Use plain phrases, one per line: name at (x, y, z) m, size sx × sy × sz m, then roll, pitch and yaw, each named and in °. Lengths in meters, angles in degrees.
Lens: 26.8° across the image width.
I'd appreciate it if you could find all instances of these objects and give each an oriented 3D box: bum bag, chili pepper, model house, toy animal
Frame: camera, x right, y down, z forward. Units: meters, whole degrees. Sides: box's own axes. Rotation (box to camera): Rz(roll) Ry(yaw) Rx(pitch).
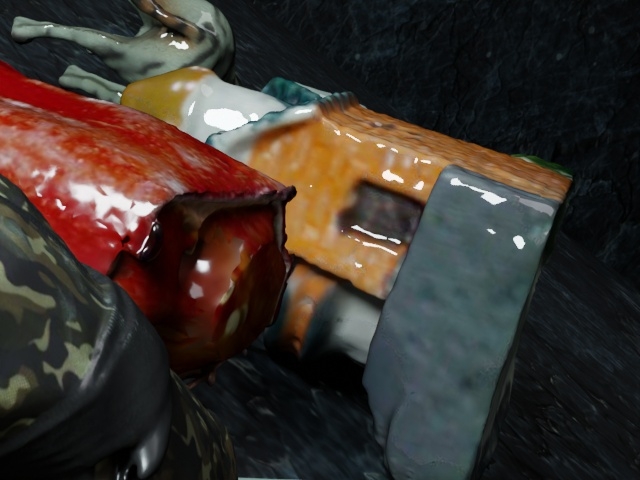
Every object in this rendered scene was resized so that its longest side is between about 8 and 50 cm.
bum bag at (-0.079, 0.049, 0.420) m, size 0.248 × 0.069 × 0.102 m, roll 52°, pitch 3°, yaw -45°
chili pepper at (-0.141, -0.029, 0.607) m, size 0.252 × 0.136 × 0.144 m, roll 32°, pitch 53°, yaw 17°
model house at (0.000, 0.000, 0.836) m, size 0.300 × 0.190 × 0.271 m, roll 24°, pitch 13°, yaw 9°
toy animal at (-0.111, -0.114, 0.963) m, size 0.170 × 0.090 × 0.255 m, roll 15°, pitch -15°, yaw 28°

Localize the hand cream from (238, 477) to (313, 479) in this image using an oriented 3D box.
hand cream at (0.038, 0.151, 0.612) m, size 0.320 × 0.067 × 0.109 m, roll 13°, pitch 28°, yaw -51°
